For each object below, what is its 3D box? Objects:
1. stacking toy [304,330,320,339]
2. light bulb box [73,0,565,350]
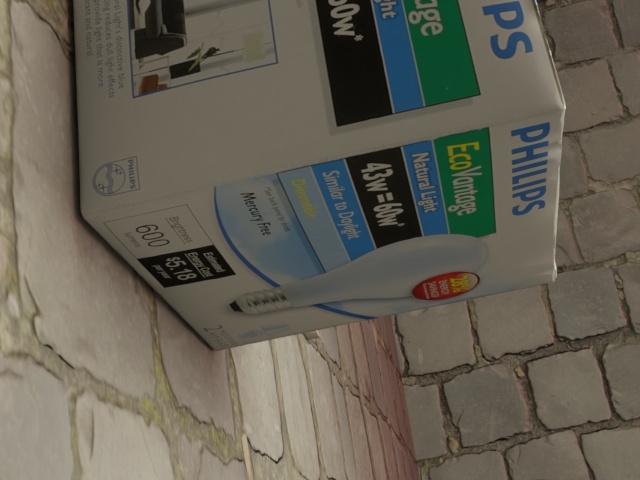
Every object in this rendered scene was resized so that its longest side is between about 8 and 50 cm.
[{"bbox_3d":[0.000,0.000,1.547,0.309,0.130,0.280,53,26,-73],"label":"stacking toy"},{"bbox_3d":[0.017,-0.084,0.896,0.358,0.360,0.225,62,18,-64],"label":"light bulb box"}]
